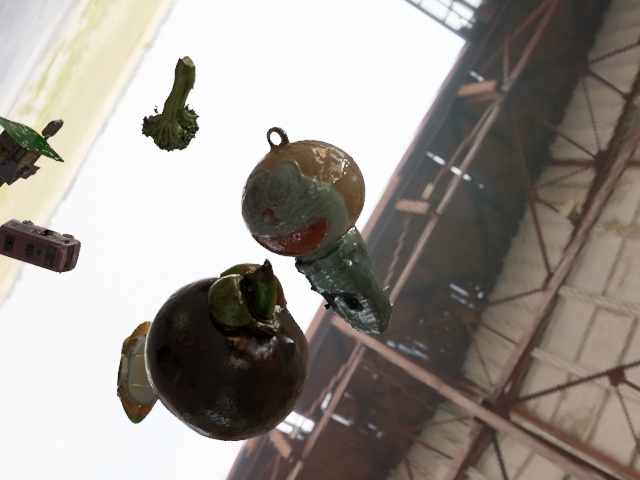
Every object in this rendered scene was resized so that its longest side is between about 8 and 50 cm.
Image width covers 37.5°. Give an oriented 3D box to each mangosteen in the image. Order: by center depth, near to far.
[{"bbox_3d":[-0.145,0.189,1.687,0.359,0.306,0.306,-46,-160,22],"label":"mangosteen"}]

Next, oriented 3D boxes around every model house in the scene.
[{"bbox_3d":[-0.585,-0.166,1.797,0.088,0.117,0.167,-48,168,6],"label":"model house"}]

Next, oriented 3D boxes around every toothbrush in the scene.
[{"bbox_3d":[-0.642,-0.160,1.999,0.321,0.023,0.031,-38,164,30],"label":"toothbrush"}]

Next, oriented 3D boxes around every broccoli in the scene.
[{"bbox_3d":[-0.274,-0.264,1.819,0.122,0.118,0.204,-50,169,-46],"label":"broccoli"}]

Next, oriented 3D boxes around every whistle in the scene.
[{"bbox_3d":[0.000,0.000,1.338,0.189,0.348,0.189,-24,-163,8],"label":"whistle"}]

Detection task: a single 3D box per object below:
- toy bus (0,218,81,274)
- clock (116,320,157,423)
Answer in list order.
[{"bbox_3d":[-0.723,0.015,2.411,0.108,0.198,0.096,-55,163,-79],"label":"toy bus"},{"bbox_3d":[-0.394,0.287,2.064,0.144,0.103,0.231,142,-43,-64],"label":"clock"}]
